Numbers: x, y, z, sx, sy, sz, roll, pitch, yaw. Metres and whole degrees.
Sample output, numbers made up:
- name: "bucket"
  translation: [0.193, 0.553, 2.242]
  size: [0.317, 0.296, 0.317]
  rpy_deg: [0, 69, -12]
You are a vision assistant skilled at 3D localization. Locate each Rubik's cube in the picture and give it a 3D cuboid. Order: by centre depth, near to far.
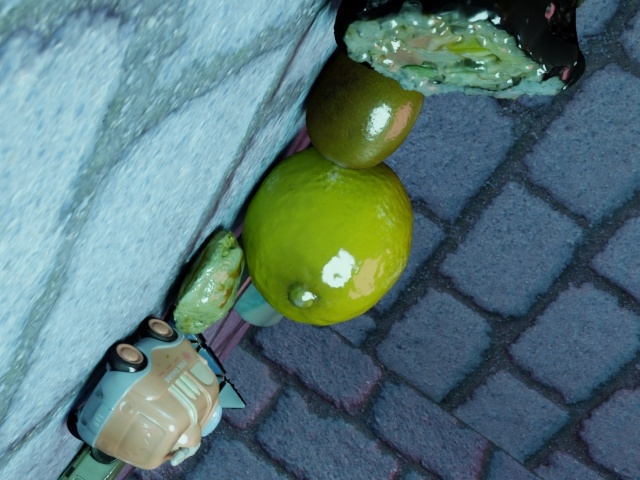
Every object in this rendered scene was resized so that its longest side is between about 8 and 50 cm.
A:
- name: "Rubik's cube"
  translation: [-0.320, 0.244, 1.933]
  size: [0.250, 0.284, 0.234]
  rpy_deg: [-30, -154, 13]

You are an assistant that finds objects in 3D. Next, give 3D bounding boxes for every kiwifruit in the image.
- name: "kiwifruit"
  translation: [0.075, -0.237, 1.610]
  size: [0.234, 0.196, 0.196]
  rpy_deg: [-51, 179, 30]

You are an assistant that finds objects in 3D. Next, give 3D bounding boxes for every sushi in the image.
- name: "sushi"
  translation: [0.203, -0.371, 1.266]
  size: [0.329, 0.328, 0.285]
  rpy_deg: [1, -102, 46]

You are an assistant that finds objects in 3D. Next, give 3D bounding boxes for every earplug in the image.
- name: "earplug"
  translation: [-0.057, 0.071, 2.091]
  size: [0.324, 0.185, 0.185]
  rpy_deg: [-29, -163, 46]

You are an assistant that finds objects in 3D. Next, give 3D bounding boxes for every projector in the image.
- name: "projector"
  translation: [-0.467, 0.468, 1.925]
  size: [0.269, 0.088, 0.193]
  rpy_deg: [-54, 176, -29]

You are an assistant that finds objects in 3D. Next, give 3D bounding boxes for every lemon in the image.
- name: "lemon"
  translation: [0.005, 0.004, 1.752]
  size: [0.364, 0.364, 0.364]
  rpy_deg: [-55, 177, -4]

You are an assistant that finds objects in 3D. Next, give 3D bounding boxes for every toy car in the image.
- name: "toy car"
  translation: [-0.282, 0.279, 1.543]
  size: [0.180, 0.212, 0.270]
  rpy_deg: [-56, 177, 20]

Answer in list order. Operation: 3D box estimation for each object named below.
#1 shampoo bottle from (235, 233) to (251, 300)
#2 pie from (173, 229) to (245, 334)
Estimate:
- name: "shampoo bottle"
  translation: [-0.167, 0.043, 1.996]
  size: [0.246, 0.079, 0.080]
  rpy_deg: [-54, 178, -13]
- name: "pie"
  translation: [-0.201, 0.085, 1.680]
  size: [0.201, 0.090, 0.248]
  rpy_deg: [-57, 172, -26]
